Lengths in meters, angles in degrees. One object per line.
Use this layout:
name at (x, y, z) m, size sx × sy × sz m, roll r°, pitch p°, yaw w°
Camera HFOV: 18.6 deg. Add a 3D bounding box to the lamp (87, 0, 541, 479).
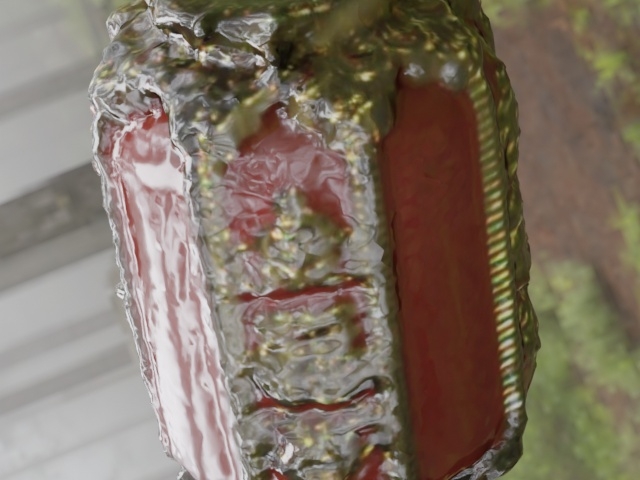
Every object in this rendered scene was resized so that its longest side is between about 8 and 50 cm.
lamp at (0.000, 0.000, 0.821) m, size 0.177 × 0.177 × 0.274 m, roll -113°, pitch 11°, yaw -58°
